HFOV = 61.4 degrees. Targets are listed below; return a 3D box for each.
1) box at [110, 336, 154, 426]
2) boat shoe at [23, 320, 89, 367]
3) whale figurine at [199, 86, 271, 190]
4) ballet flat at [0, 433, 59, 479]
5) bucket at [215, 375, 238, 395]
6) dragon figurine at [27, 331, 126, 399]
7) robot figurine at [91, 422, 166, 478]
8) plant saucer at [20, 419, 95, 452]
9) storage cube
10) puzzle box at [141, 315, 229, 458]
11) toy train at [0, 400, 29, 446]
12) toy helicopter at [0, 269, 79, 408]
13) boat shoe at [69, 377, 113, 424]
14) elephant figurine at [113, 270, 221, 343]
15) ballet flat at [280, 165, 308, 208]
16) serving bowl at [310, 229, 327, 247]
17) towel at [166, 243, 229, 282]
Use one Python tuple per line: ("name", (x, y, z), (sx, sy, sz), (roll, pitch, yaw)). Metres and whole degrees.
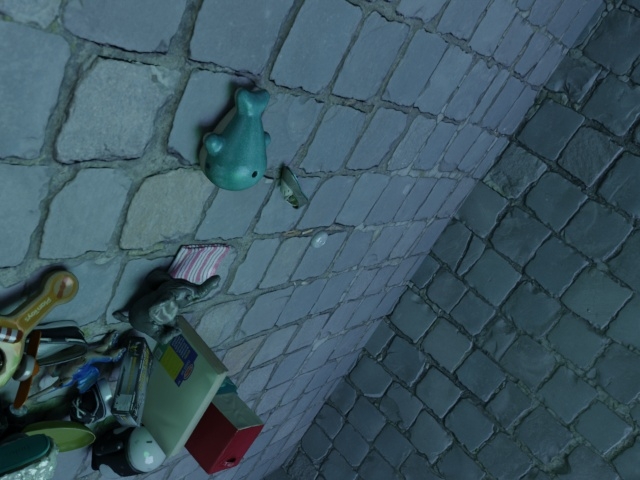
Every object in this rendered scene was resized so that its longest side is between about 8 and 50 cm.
("box", (-0.569, 0.432, 1.641), (0.056, 0.230, 0.183), (5, 148, -4))
("boat shoe", (-0.721, 0.271, 1.328), (0.303, 0.091, 0.114), (-11, 136, -52))
("whale figurine", (-0.192, -0.245, 1.354), (0.216, 0.141, 0.271), (-12, 137, -50))
("ballet flat", (-0.842, 0.586, 1.281), (0.409, 0.147, 0.146), (-8, 137, -26))
("bucket", (-0.473, 0.579, 2.048), (0.281, 0.183, 0.281), (-36, 151, -23))
("dragon figurine", (-0.690, 0.375, 1.532), (0.289, 0.085, 0.144), (-45, 154, -7))
("robot figurine", (-0.677, 0.741, 1.909), (0.278, 0.173, 0.209), (-18, -170, 19))
("plant saucer", (-0.803, 0.585, 1.612), (0.241, 0.037, 0.240), (-9, 146, -6))
("storage cube", (-0.352, 0.682, 1.929), (0.193, 0.215, 0.184), (-57, 152, 5))
("puzzle box", (-0.484, 0.489, 1.799), (0.052, 0.272, 0.408), (-3, 131, -56))
("toy train", (-0.911, 0.549, 1.400), (0.334, 0.142, 0.190), (-50, 142, 10))
("toy helicopter", (-0.685, 0.214, 1.218), (0.355, 0.140, 0.234), (-51, 129, -31))
("boat shoe", (-0.698, 0.497, 1.623), (0.102, 0.108, 0.301), (-13, 163, -37))
("elephant figurine", (-0.437, 0.165, 1.549), (0.239, 0.169, 0.186), (-55, 168, 29))
("ballet flat", (-0.092, -0.158, 1.716), (0.068, 0.072, 0.213), (-39, 154, -4))
("serving bowl", (0.000, 0.000, 2.132), (0.083, 0.027, 0.083), (-37, 153, -22))
("towel", (-0.378, 0.075, 1.653), (0.197, 0.029, 0.144), (-2, 128, -56))
